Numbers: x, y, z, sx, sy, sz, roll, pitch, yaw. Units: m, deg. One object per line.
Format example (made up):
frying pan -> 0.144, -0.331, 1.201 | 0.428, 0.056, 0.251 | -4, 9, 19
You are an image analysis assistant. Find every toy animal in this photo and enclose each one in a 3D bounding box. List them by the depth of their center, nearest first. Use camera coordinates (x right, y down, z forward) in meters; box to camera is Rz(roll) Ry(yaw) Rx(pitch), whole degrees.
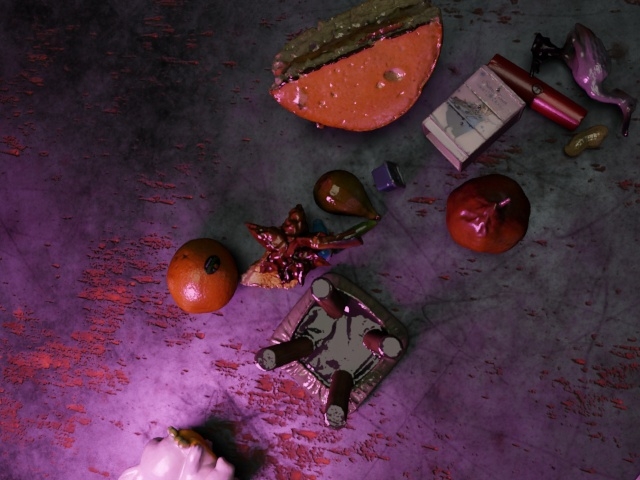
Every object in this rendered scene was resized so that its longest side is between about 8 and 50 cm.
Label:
toy animal -> 0.671, -0.417, 1.473 | 0.324, 0.090, 0.195 | 39, 80, 8
toy animal -> -0.364, 0.623, 1.567 | 0.310, 0.183, 0.247 | 21, 90, 13

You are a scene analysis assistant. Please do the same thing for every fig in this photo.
fig -> 0.076, -0.123, 1.583 | 0.185, 0.133, 0.126 | 9, 68, -25

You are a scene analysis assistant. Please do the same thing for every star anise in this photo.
star anise -> -0.043, 0.003, 1.493 | 0.346, 0.148, 0.237 | 4, 62, 39

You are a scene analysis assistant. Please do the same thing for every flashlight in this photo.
flashlight -> 0.000, 0.000, 1.592 | 0.051, 0.051, 0.129 | -19, 60, 10

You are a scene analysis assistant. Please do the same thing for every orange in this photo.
orange -> -0.317, 0.094, 1.597 | 0.206, 0.206, 0.206 | -1, 86, 12

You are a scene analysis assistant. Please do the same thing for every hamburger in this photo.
hamburger -> 0.106, -0.428, 1.519 | 0.446, 0.287, 0.268 | -20, 42, 12

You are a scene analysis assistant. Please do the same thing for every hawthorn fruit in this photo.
hawthorn fruit -> 0.410, -0.072, 1.428 | 0.208, 0.248, 0.208 | -1, 81, 7

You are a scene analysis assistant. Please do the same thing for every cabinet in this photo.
cabinet -> 0.384, -0.304, 1.500 | 0.206, 0.150, 0.145 | -43, 79, 6

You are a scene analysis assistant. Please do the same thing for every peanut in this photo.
peanut -> 0.668, -0.251, 1.488 | 0.113, 0.054, 0.054 | -30, 80, 11

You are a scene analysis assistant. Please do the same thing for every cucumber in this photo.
cucumber -> 0.077, -0.009, 1.598 | 0.168, 0.039, 0.039 | -35, 80, 7

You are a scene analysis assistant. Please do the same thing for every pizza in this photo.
pizza -> -0.102, 0.065, 1.616 | 0.147, 0.069, 0.226 | 37, 85, 5

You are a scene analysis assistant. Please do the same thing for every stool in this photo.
stool -> 0.029, 0.265, 1.494 | 0.310, 0.226, 0.310 | 38, 92, 12

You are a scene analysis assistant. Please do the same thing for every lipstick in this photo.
lipstick -> 0.545, -0.378, 1.513 | 0.280, 0.073, 0.073 | 37, 94, 13

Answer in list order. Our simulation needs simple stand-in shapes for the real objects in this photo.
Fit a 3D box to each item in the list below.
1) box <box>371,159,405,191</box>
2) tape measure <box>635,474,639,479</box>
box -> 0.178, -0.165, 1.562 | 0.054, 0.099, 0.074 | -26, 80, 24
tape measure -> 0.855, 0.563, 1.366 | 0.215, 0.098, 0.351 | 13, 86, 11
